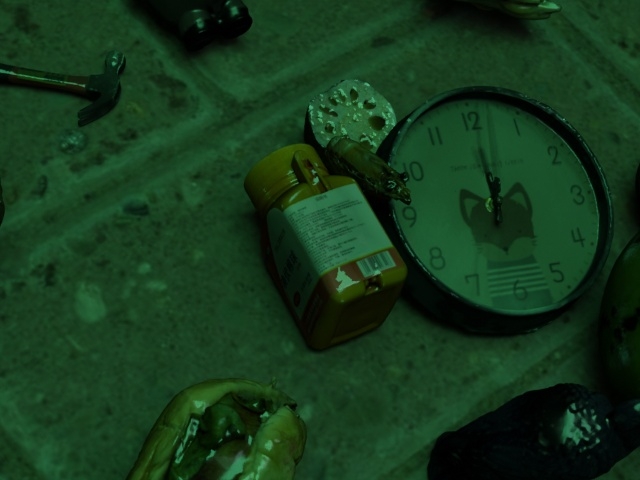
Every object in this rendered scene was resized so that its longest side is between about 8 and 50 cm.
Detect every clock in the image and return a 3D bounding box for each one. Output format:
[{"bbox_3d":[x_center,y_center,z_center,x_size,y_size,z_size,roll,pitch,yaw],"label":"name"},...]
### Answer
[{"bbox_3d":[0.218,-0.042,1.747,0.325,0.067,0.325,7,68,-17],"label":"clock"}]

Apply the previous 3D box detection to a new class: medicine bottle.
[{"bbox_3d":[-0.001,0.000,1.668,0.112,0.149,0.222,-19,65,-23],"label":"medicine bottle"}]

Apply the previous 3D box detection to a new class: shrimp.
[{"bbox_3d":[0.060,-0.076,1.667,0.043,0.091,0.184,-26,24,-21],"label":"shrimp"}]

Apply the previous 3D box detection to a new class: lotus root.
[{"bbox_3d":[0.037,-0.138,1.797,0.122,0.081,0.112,-31,72,-26],"label":"lotus root"}]

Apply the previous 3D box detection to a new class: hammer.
[{"bbox_3d":[-0.401,-0.215,1.784,0.287,0.033,0.111,9,58,-6],"label":"hammer"}]

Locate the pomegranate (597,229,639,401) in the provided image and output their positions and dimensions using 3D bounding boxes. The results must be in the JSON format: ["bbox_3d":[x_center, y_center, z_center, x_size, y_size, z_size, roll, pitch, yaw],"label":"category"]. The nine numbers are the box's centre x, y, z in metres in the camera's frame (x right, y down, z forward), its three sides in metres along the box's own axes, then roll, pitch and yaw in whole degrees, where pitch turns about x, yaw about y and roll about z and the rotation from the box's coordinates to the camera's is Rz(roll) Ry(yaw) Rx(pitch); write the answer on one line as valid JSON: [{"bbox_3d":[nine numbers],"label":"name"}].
[{"bbox_3d":[0.457,0.090,1.614,0.290,0.323,0.291,0,88,13],"label":"pomegranate"}]

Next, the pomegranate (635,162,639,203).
[{"bbox_3d":[0.516,-0.063,1.792,0.179,0.179,0.210,-37,73,-27],"label":"pomegranate"}]

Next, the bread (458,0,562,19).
[{"bbox_3d":[0.300,-0.483,1.991,0.314,0.191,0.370,9,71,-12],"label":"bread"}]

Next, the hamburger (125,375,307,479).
[{"bbox_3d":[-0.116,0.252,1.469,0.162,0.209,0.330,29,57,6],"label":"hamburger"}]

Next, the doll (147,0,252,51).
[{"bbox_3d":[-0.186,-0.381,1.872,0.182,0.117,0.257,-22,67,-23],"label":"doll"}]

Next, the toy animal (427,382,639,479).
[{"bbox_3d":[0.266,0.234,1.568,0.298,0.185,0.122,-3,64,9],"label":"toy animal"}]

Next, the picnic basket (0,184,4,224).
[{"bbox_3d":[-0.517,-0.055,1.504,0.337,0.337,0.293,-3,61,-12],"label":"picnic basket"}]
